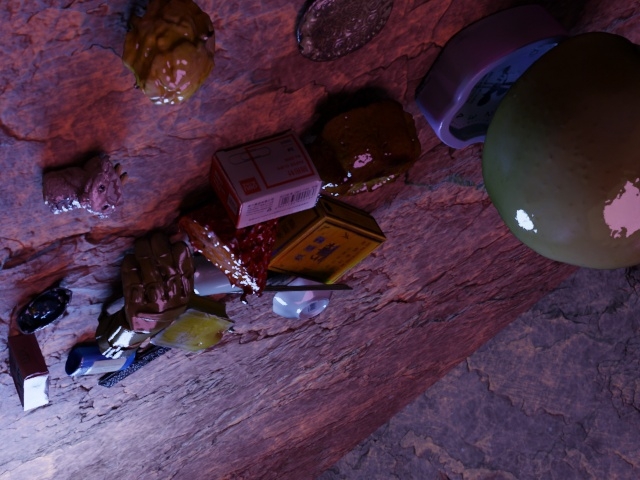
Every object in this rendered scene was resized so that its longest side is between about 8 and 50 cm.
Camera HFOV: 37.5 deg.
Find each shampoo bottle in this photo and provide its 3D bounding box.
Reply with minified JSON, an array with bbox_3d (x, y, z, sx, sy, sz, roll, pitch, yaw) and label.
[{"bbox_3d":[-0.494,0.272,2.181,0.183,0.050,0.087,-1,138,-47],"label":"shampoo bottle"}]

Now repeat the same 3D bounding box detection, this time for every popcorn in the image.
[{"bbox_3d":[-0.218,-0.279,1.384,0.152,0.167,0.149,-1,125,18],"label":"popcorn"}]

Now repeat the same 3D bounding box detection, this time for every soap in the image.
[{"bbox_3d":[-0.309,0.192,2.213,0.135,0.076,0.233,-38,153,11],"label":"soap"}]

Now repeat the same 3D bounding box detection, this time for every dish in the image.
[{"bbox_3d":[-0.032,0.156,2.461,0.190,0.066,0.191,-25,154,-13],"label":"dish"}]

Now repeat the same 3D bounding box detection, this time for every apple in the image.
[{"bbox_3d":[0.557,-0.176,1.869,0.473,0.474,0.474,-25,154,-13],"label":"apple"}]

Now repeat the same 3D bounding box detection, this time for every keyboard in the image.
[{"bbox_3d":[-0.456,0.310,2.333,0.196,0.015,0.074,-31,155,1],"label":"keyboard"}]

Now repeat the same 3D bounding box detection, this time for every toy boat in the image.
[{"bbox_3d":[-0.545,0.136,1.869,0.137,0.060,0.061,-32,176,9],"label":"toy boat"}]

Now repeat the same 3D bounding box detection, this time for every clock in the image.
[{"bbox_3d":[0.367,-0.338,1.976,0.338,0.102,0.339,-26,155,-13],"label":"clock"}]

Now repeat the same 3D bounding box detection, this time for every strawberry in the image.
[{"bbox_3d":[-0.151,-0.010,1.896,0.178,0.234,0.234,-45,159,-18],"label":"strawberry"}]

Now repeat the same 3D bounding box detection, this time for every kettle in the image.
[{"bbox_3d":[-0.200,0.063,2.048,0.147,0.098,0.127,-12,-166,8],"label":"kettle"}]

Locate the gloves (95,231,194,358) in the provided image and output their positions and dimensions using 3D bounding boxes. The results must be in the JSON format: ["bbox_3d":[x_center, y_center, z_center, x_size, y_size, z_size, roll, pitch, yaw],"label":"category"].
[{"bbox_3d":[-0.356,0.122,1.959,0.154,0.141,0.331,-1,141,-45],"label":"gloves"}]

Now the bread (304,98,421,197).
[{"bbox_3d":[0.084,-0.181,1.907,0.246,0.135,0.232,-12,162,-39],"label":"bread"}]

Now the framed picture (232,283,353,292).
[{"bbox_3d":[-0.104,0.111,2.213,0.232,0.019,0.296,-3,177,43],"label":"framed picture"}]

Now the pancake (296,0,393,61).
[{"bbox_3d":[0.041,-0.381,1.632,0.199,0.021,0.199,-25,154,-13],"label":"pancake"}]

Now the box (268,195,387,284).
[{"bbox_3d":[0.000,0.000,2.195,0.193,0.084,0.301,-40,153,18],"label":"box"}]

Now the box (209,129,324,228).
[{"bbox_3d":[-0.104,-0.118,1.817,0.182,0.133,0.099,-17,151,-24],"label":"box"}]

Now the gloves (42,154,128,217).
[{"bbox_3d":[-0.399,-0.087,1.604,0.144,0.094,0.110,-21,142,-3],"label":"gloves"}]

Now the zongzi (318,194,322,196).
[{"bbox_3d":[-0.027,-0.107,1.991,0.083,0.073,0.067,-28,136,-10],"label":"zongzi"}]

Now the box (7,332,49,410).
[{"bbox_3d":[-0.615,0.277,1.990,0.060,0.111,0.156,-17,150,-26],"label":"box"}]
